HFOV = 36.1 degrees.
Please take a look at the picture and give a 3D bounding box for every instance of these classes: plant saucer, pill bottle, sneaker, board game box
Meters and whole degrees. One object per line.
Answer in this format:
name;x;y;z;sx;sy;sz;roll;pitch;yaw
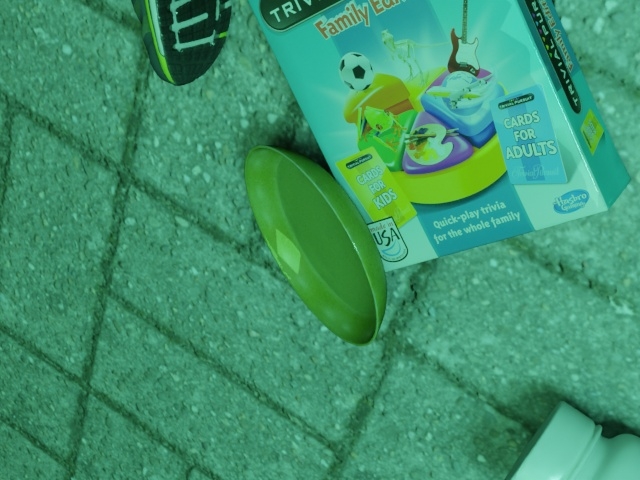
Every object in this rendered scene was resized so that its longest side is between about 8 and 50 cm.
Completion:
plant saucer;0.000;0.000;1.042;0.241;0.037;0.241;48;156;29
pill bottle;0.320;0.294;0.964;0.283;0.160;0.160;35;129;14
sneaker;-0.181;-0.309;1.019;0.121;0.111;0.300;4;112;43
board game box;0.099;-0.156;0.919;0.253;0.079;0.336;-18;104;39
